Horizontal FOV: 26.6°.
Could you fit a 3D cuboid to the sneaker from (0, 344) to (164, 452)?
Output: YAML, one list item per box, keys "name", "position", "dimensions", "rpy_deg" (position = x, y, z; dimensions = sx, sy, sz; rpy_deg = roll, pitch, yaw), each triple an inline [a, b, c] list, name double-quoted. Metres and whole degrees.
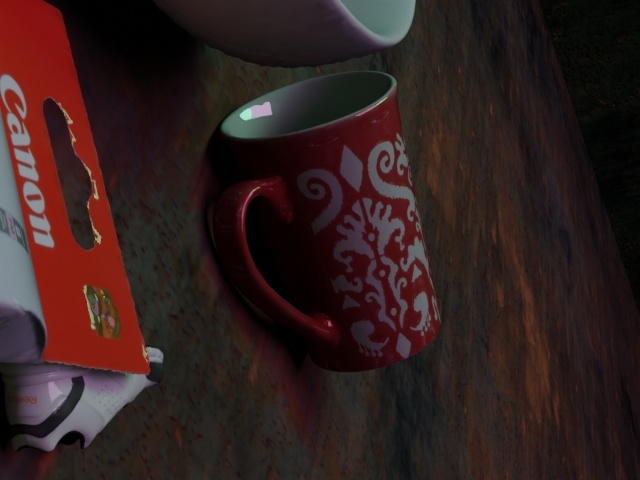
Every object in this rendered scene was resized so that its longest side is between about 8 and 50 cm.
- name: "sneaker"
  position: [-0.102, 0.065, 0.578]
  dimensions: [0.109, 0.040, 0.043]
  rpy_deg: [1, 87, -66]

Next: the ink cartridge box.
- name: "ink cartridge box"
  position: [-0.127, -0.052, 0.493]
  dimensions: [0.232, 0.066, 0.189]
  rpy_deg: [14, 56, -59]

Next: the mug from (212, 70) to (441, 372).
- name: "mug"
  position: [-0.002, -0.003, 0.862]
  dimensions: [0.113, 0.150, 0.169]
  rpy_deg: [31, -38, 61]

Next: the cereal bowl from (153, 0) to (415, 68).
- name: "cereal bowl"
  position: [-0.067, -0.250, 0.746]
  dimensions: [0.339, 0.141, 0.338]
  rpy_deg: [-14, 90, -73]
